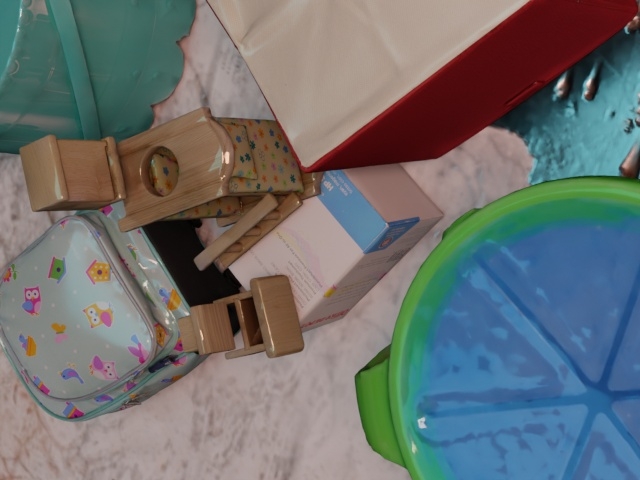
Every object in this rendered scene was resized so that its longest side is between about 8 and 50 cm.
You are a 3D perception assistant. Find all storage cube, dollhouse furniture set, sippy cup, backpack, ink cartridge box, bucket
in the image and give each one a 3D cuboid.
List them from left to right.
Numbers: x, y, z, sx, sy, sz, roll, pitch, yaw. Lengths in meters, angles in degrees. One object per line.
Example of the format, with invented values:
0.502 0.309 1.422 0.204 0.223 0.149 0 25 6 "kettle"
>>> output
-0.260 -0.198 0.933 0.281 0.183 0.281 4 99 30 "bucket"
-0.181 0.060 0.947 0.188 0.144 0.165 -37 83 32 "backpack"
-0.075 0.003 0.742 0.101 0.182 0.160 -18 83 33 "dollhouse furniture set"
0.000 0.000 0.858 0.143 0.092 0.090 -47 72 26 "ink cartridge box"
0.057 -0.168 0.745 0.215 0.193 0.183 -35 79 28 "storage cube"
0.191 0.072 0.679 0.305 0.224 0.240 29 109 24 "sippy cup"
